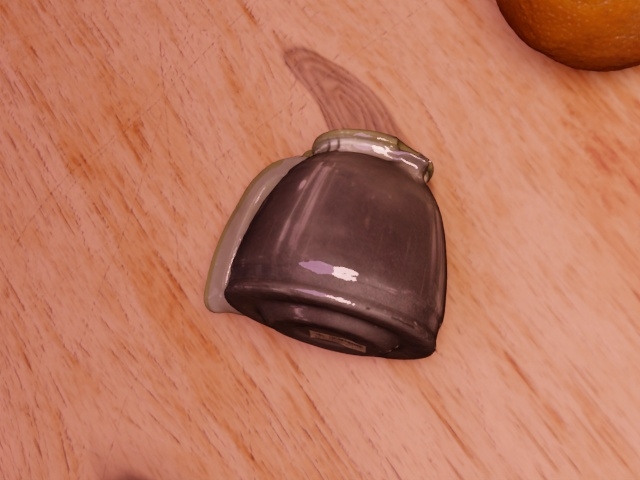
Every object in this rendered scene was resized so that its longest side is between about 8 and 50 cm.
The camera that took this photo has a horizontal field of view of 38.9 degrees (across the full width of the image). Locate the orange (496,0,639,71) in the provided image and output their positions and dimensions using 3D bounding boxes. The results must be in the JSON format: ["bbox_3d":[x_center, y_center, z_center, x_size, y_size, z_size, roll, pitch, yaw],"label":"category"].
[{"bbox_3d":[0.294,-0.306,0.911,0.264,0.264,0.264,-4,81,24],"label":"orange"}]

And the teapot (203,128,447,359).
[{"bbox_3d":[0.022,0.007,1.054,0.239,0.321,0.239,21,72,-13],"label":"teapot"}]
